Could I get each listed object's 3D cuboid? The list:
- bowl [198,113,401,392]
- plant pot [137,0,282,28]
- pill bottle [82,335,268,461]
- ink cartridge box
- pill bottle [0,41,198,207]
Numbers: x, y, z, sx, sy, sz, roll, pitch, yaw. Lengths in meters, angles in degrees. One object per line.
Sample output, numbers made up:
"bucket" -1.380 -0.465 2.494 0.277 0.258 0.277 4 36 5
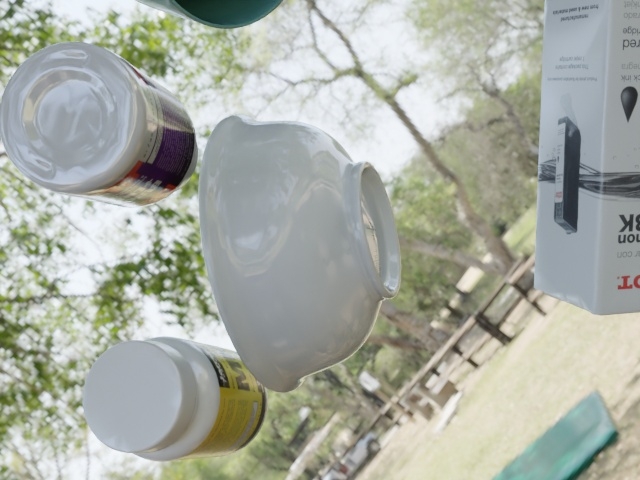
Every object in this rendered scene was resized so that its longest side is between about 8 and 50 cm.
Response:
"bowl" 0.000 0.000 0.896 0.134 0.298 0.298 -12 6 18
"plant pot" -0.193 -0.436 1.131 0.293 0.235 0.293 -21 -60 -43
"pill bottle" -0.138 0.157 0.858 0.119 0.119 0.208 -53 -19 0
"ink cartridge box" 0.306 -0.079 0.770 0.114 0.197 0.273 -142 51 -73
"pill bottle" -0.160 -0.082 0.687 0.108 0.108 0.193 -53 -7 3
